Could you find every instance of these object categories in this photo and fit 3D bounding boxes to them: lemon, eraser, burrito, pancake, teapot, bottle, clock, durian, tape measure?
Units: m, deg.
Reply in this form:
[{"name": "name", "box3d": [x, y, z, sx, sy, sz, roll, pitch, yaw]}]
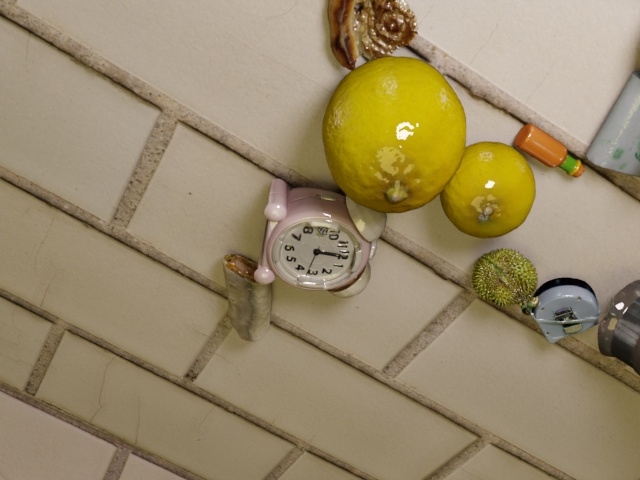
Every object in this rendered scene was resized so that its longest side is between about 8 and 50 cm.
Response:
[{"name": "lemon", "box3d": [0.171, -0.224, 1.588, 0.364, 0.364, 0.364, 6, 127, 7]}, {"name": "eraser", "box3d": [0.750, -0.266, 1.599, 0.174, 0.081, 0.227, 15, 127, -3]}, {"name": "lemon", "box3d": [0.410, -0.114, 1.697, 0.240, 0.219, 0.240, 6, 123, 9]}, {"name": "burrito", "box3d": [-0.223, 0.175, 2.118, 0.143, 0.105, 0.299, 9, 129, 10]}, {"name": "pancake", "box3d": [0.091, -0.505, 1.569, 0.212, 0.056, 0.257, -28, 117, 28]}, {"name": "teapot", "box3d": [0.946, 0.285, 1.801, 0.376, 0.362, 0.305, 20, 103, -44]}, {"name": "bottle", "box3d": [0.566, -0.212, 1.684, 0.187, 0.069, 0.069, 30, 127, -13]}, {"name": "clock", "box3d": [0.000, 0.000, 1.898, 0.326, 0.184, 0.342, 11, 133, -2]}, {"name": "durian", "box3d": [0.512, 0.098, 1.888, 0.198, 0.146, 0.159, 15, 112, -7]}, {"name": "tape measure", "box3d": [0.688, 0.192, 1.943, 0.182, 0.107, 0.181, -28, 123, 31]}]
